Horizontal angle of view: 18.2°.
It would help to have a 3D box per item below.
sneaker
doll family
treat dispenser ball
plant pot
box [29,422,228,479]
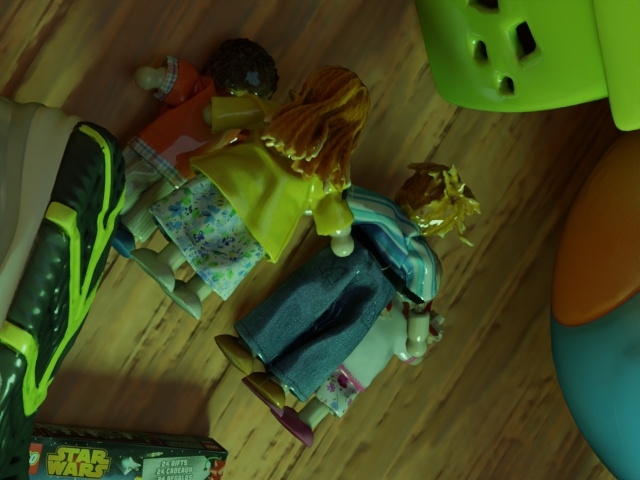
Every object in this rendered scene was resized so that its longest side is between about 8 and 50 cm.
[{"bbox_3d":[-0.228,0.100,1.024,0.147,0.145,0.385,23,94,6],"label":"sneaker"},{"bbox_3d":[0.000,0.000,1.102,0.163,0.118,0.263,-46,119,-9],"label":"doll family"},{"bbox_3d":[0.276,0.040,1.154,0.288,0.288,0.288,-7,107,-25],"label":"treat dispenser ball"},{"bbox_3d":[0.188,-0.190,1.095,0.227,0.207,0.228,-20,113,-21],"label":"plant pot"},{"bbox_3d":[-0.127,0.154,1.134,0.137,0.027,0.094,9,101,-28],"label":"box"}]
